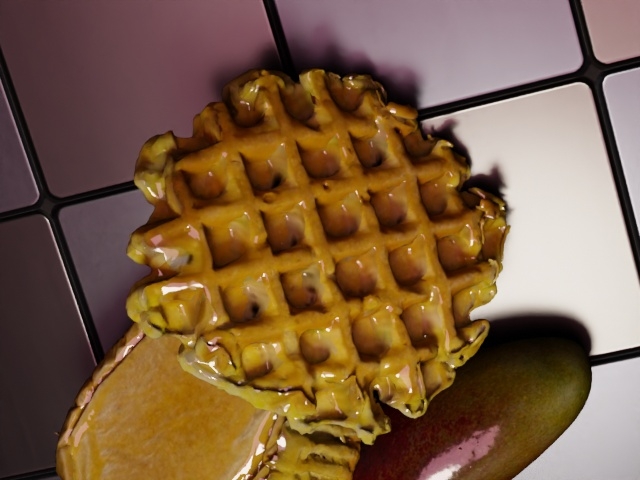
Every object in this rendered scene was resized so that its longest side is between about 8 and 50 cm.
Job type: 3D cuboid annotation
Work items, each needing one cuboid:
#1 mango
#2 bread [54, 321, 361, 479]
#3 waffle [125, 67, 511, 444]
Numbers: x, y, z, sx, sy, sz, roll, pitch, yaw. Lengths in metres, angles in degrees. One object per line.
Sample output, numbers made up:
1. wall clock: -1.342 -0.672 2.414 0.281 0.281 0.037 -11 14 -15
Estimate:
1. mango: 0.114 0.166 1.578 0.267 0.133 0.111 -36 122 6
2. bread: -0.095 0.166 1.579 0.253 0.142 0.227 -45 57 13
3. waffle: 0.000 0.000 1.488 0.325 0.068 0.302 33 68 -12
